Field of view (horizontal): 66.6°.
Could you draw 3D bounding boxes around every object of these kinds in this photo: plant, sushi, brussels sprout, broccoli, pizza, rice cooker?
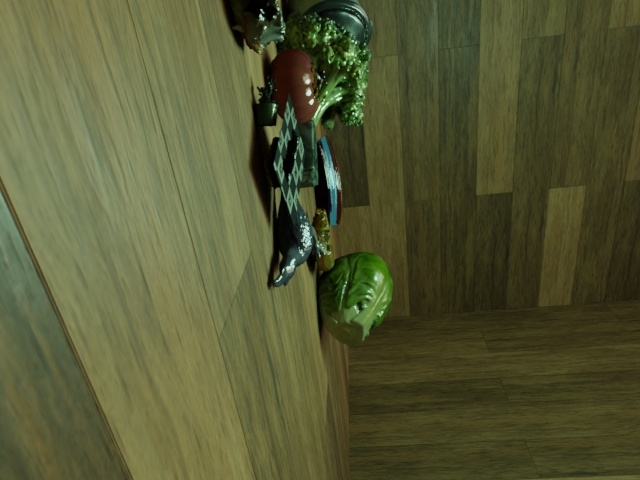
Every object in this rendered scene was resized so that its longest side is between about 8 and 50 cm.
[{"bbox_3d":[-0.111,-0.287,1.000,0.051,0.051,0.102,-41,133,-83],"label":"plant"},{"bbox_3d":[-0.114,-0.417,0.857,0.226,0.103,0.097,72,30,-59],"label":"sushi"},{"bbox_3d":[0.131,0.221,1.885,0.281,0.289,0.354,61,33,-42],"label":"brussels sprout"},{"bbox_3d":[0.017,-0.503,1.499,0.338,0.277,0.317,-45,150,-72],"label":"broccoli"},{"bbox_3d":[0.000,0.000,1.741,0.335,0.086,0.226,43,37,-84],"label":"pizza"},{"bbox_3d":[0.026,-0.736,1.650,0.264,0.317,0.316,117,-22,-51],"label":"rice cooker"},{"bbox_3d":[-0.086,-0.172,1.049,0.192,0.051,0.215,74,19,-54],"label":"sushi"}]

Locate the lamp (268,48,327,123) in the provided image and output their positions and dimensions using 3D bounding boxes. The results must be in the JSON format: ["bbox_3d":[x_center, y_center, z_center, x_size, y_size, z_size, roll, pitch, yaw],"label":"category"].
[{"bbox_3d":[-0.056,-0.383,1.215,0.182,0.140,0.182,-3,90,-81],"label":"lamp"}]

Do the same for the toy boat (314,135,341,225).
[{"bbox_3d":[0.021,-0.253,2.105,0.079,0.136,0.392,-20,108,-52],"label":"toy boat"}]

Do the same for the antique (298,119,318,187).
[{"bbox_3d":[-0.055,-0.237,1.361,0.088,0.086,0.183,72,14,-64],"label":"antique"}]

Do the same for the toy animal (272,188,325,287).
[{"bbox_3d":[-0.055,-0.028,1.142,0.206,0.081,0.367,51,32,-55],"label":"toy animal"}]
